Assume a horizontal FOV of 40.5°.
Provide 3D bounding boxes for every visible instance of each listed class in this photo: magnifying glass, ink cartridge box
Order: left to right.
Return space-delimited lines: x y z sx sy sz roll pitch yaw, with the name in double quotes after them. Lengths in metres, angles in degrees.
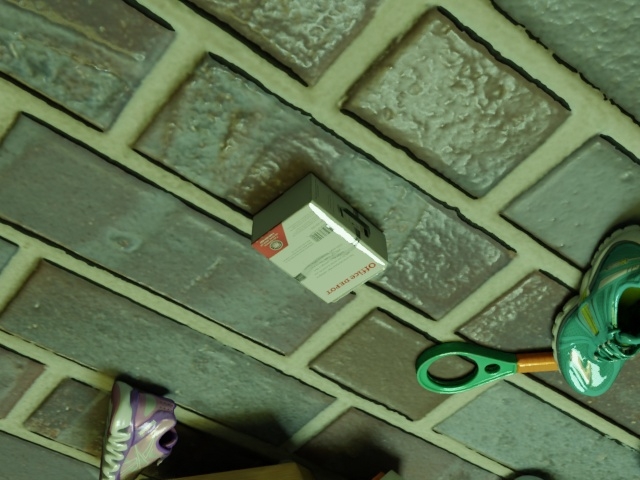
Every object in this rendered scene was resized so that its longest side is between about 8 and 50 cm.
0.000 0.000 1.022 0.099 0.056 0.135 -35 124 26 "ink cartridge box"
0.248 0.175 1.210 0.230 0.026 0.092 -6 132 2 "magnifying glass"

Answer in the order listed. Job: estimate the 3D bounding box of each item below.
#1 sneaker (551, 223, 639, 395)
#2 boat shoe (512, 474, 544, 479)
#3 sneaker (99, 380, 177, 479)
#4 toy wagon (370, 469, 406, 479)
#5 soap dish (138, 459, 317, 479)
0.367 0.108 1.094 0.106 0.110 0.275 2 131 -3 "sneaker"
0.383 0.543 1.481 0.135 0.156 0.367 -14 102 16 "boat shoe"
-0.266 0.302 1.267 0.104 0.095 0.236 6 131 -18 "sneaker"
0.017 0.501 1.304 0.068 0.344 0.267 35 149 19 "toy wagon"
-0.135 0.407 1.296 0.290 0.118 0.229 -9 161 5 "soap dish"
